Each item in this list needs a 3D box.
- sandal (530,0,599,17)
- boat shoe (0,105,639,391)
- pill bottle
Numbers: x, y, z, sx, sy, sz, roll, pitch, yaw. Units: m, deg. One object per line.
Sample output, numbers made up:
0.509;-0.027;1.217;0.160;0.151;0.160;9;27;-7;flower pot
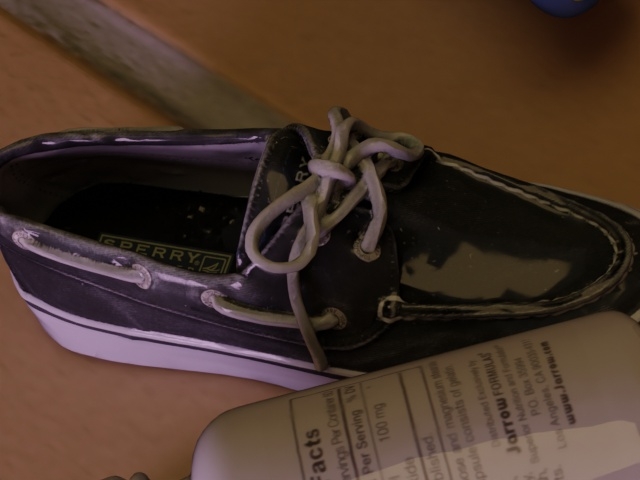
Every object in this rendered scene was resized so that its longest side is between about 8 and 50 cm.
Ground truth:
0.056;-0.208;0.904;0.138;0.126;0.317;-25;44;2;sandal
0.001;-0.004;0.771;0.306;0.105;0.113;9;58;22;boat shoe
0.018;0.114;0.657;0.229;0.131;0.131;-15;52;2;pill bottle
